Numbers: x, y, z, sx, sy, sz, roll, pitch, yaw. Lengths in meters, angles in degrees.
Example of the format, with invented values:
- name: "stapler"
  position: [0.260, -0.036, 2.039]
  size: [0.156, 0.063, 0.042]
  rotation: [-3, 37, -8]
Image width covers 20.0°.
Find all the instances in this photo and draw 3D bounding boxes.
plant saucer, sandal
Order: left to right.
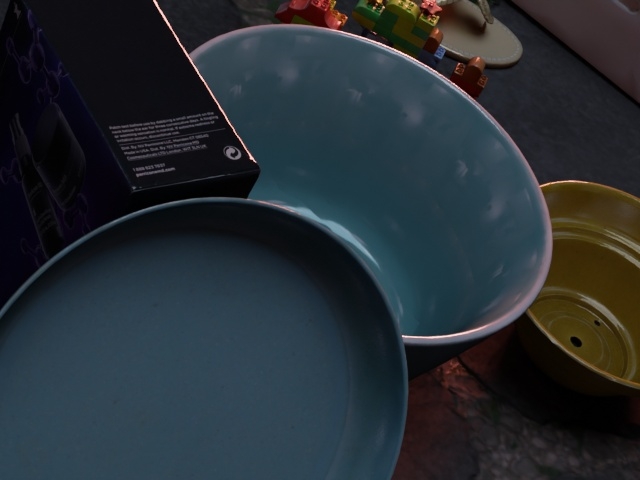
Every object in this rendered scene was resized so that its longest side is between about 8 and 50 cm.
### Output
- name: "plant saucer"
  position: [-0.091, 0.120, 1.152]
  size: [0.318, 0.317, 0.044]
  rotation: [0, 17, -28]
- name: "sandal"
  position: [0.098, -0.252, 1.715]
  size: [0.240, 0.079, 0.088]
  rotation: [30, 44, 0]

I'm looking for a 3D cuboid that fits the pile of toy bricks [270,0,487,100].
- name: "pile of toy bricks"
  position: [0.068, -0.176, 1.610]
  size: [0.212, 0.105, 0.118]
  rotation: [28, 43, -2]

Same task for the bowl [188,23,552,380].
- name: "bowl"
  position: [0.000, 0.000, 1.372]
  size: [0.312, 0.163, 0.311]
  rotation: [15, 46, -16]

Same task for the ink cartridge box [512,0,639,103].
- name: "ink cartridge box"
  position: [0.342, -0.288, 1.845]
  size: [0.211, 0.121, 0.289]
  rotation: [40, 44, 10]

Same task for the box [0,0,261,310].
- name: "box"
  position: [-0.162, -0.023, 1.237]
  size: [0.103, 0.261, 0.184]
  rotation: [-9, 55, -33]

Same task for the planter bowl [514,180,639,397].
- name: "planter bowl"
  position: [0.227, 0.061, 1.488]
  size: [0.217, 0.090, 0.217]
  rotation: [14, 45, -15]
